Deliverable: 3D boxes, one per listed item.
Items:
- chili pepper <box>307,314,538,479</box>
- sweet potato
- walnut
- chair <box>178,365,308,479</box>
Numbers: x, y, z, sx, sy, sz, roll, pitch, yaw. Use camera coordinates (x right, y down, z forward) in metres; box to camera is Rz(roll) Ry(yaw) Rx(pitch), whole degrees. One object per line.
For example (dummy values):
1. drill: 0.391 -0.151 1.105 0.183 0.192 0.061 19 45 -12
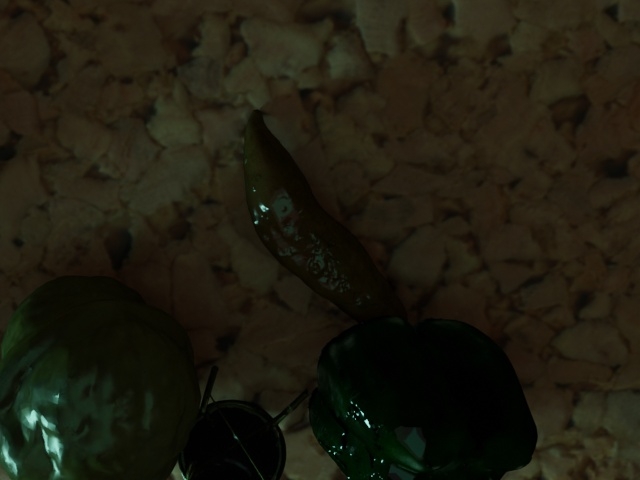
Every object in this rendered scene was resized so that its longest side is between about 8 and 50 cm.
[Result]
1. chili pepper: 0.128 0.225 1.669 0.249 0.256 0.233 -4 123 -23
2. sweet potato: -0.010 0.006 1.695 0.095 0.106 0.354 -19 112 47
3. walnut: -0.285 0.194 1.695 0.253 0.282 0.276 15 113 -10
4. chair: -0.121 0.294 1.804 0.160 0.170 0.325 14 156 -5
